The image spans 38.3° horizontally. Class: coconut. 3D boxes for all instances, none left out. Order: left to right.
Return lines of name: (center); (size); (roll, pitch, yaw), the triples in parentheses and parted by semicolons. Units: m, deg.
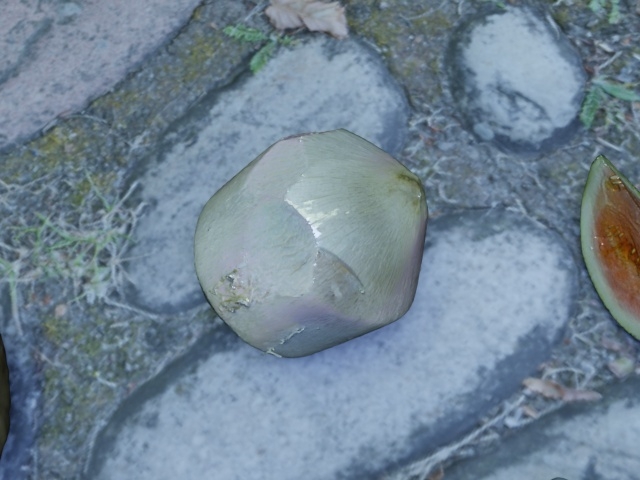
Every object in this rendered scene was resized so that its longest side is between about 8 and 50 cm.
coconut: (0.000, 0.000, 0.683); (0.183, 0.171, 0.171); (-30, 52, 42)

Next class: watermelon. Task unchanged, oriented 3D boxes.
watermelon: (0.243, 0.025, 0.711); (0.069, 0.087, 0.163); (-34, 58, 25)

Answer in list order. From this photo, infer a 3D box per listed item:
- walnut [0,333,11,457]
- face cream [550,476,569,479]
walnut: (-0.345, 0.115, 0.673); (0.228, 0.228, 0.228); (-3, 63, 6)
face cream: (0.277, 0.257, 0.588); (0.314, 0.089, 0.143); (26, 70, 7)
